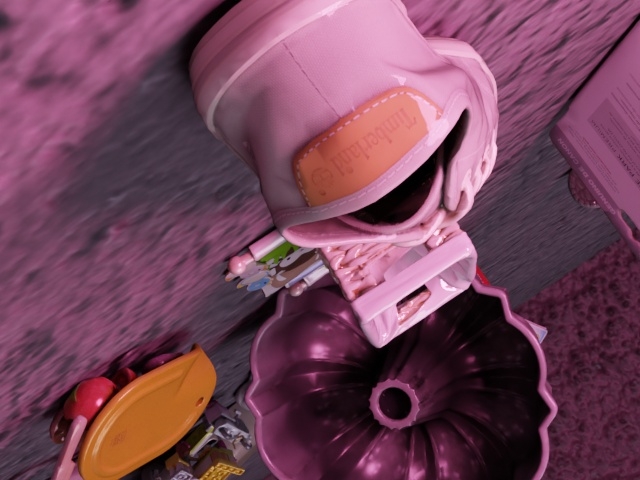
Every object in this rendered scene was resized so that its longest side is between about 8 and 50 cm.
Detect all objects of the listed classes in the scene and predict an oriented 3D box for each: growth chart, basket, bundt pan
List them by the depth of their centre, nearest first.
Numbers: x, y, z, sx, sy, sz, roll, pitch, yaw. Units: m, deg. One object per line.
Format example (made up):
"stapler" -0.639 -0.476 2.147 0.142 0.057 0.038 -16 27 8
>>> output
"basket" 0.060 0.012 1.117 0.113 0.103 0.167 -34 166 -2
"growth chart" 0.000 0.000 1.203 0.172 0.021 0.237 -36 167 4
"bundt pan" 0.095 0.157 1.383 0.331 0.331 0.124 -39 175 21

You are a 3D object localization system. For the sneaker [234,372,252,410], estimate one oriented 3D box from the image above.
"sneaker" -0.058 0.220 1.771 0.080 0.094 0.212 -32 169 -16

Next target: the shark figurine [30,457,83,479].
"shark figurine" -0.266 0.304 1.494 0.166 0.116 0.278 -33 171 -13

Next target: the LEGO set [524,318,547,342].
"LEGO set" 0.196 0.170 1.631 0.244 0.060 0.182 25 99 -50

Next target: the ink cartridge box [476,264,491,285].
"ink cartridge box" 0.124 0.159 1.765 0.273 0.197 0.114 -29 168 -24

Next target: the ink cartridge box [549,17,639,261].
"ink cartridge box" 0.407 -0.072 1.315 0.130 0.309 0.272 -30 169 -22

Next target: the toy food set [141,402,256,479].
"toy food set" -0.199 0.351 1.991 0.220 0.092 0.306 -43 173 -19

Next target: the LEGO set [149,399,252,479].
"LEGO set" -0.222 0.312 1.779 0.287 0.107 0.132 -31 135 6

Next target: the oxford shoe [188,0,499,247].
"oxford shoe" 0.045 -0.056 0.830 0.169 0.130 0.449 -38 170 9

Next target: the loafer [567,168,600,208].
"loafer" 0.466 -0.123 1.814 0.251 0.094 0.087 -20 -176 25

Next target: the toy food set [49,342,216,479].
"toy food set" -0.193 0.157 1.224 0.218 0.071 0.128 -24 141 -50
